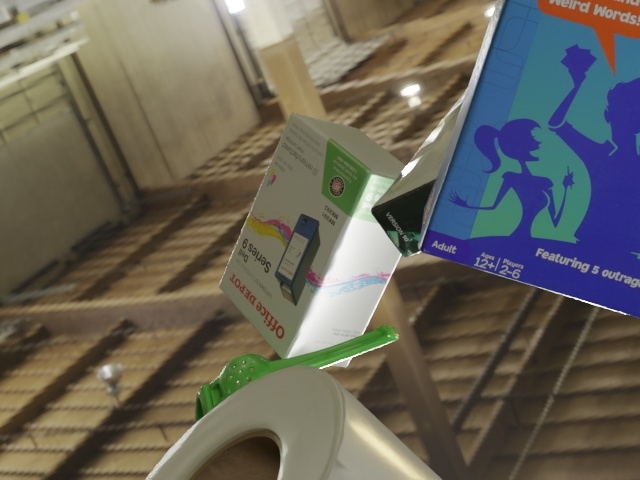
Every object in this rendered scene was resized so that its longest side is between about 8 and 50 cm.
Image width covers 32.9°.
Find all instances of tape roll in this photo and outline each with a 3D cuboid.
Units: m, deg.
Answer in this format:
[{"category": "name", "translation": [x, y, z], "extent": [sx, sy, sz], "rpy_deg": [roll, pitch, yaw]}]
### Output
[{"category": "tape roll", "translation": [-0.021, 0.234, 0.764], "extent": [0.246, 0.169, 0.246], "rpy_deg": [-38, -158, 18]}]

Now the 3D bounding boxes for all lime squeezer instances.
[{"category": "lime squeezer", "translation": [-0.075, 0.155, 1.033], "extent": [0.310, 0.059, 0.110], "rpy_deg": [-41, 157, 26]}]

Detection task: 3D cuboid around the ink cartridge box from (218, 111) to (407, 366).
[{"category": "ink cartridge box", "translation": [0.000, 0.000, 1.105], "extent": [0.093, 0.212, 0.154], "rpy_deg": [9, -157, -37]}]

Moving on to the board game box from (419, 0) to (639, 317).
[{"category": "board game box", "translation": [0.142, -0.070, 0.389], "extent": [0.160, 0.210, 0.047], "rpy_deg": [16, -153, 1]}]

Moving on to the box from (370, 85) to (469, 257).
[{"category": "box", "translation": [0.209, -0.114, 0.811], "extent": [0.322, 0.058, 0.232], "rpy_deg": [-25, -161, 45]}]
